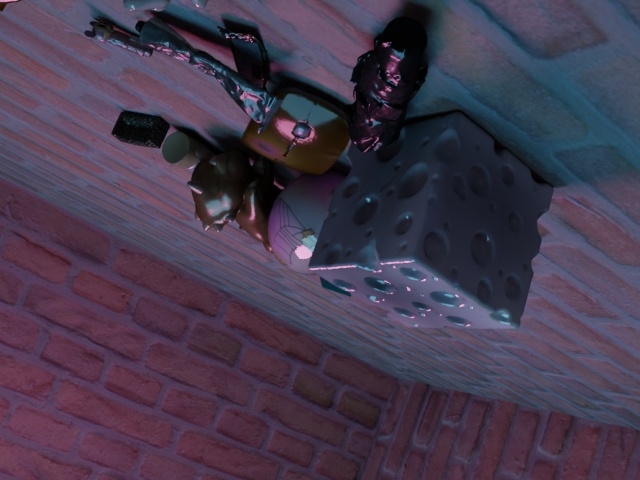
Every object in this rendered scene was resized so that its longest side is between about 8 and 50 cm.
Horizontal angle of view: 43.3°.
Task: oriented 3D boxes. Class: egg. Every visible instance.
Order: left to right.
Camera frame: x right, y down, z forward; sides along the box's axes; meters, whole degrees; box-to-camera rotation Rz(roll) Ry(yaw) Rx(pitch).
[{"bbox_3d":[-0.012,-0.029,1.584,0.196,0.196,0.271,28,150,-22],"label":"egg"}]

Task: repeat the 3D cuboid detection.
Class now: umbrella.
[{"bbox_3d":[0.082,-0.197,1.063,0.094,0.090,0.326,25,166,4],"label":"umbrella"}]

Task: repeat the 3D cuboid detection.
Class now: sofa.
[{"bbox_3d":[-0.379,-0.232,1.696,0.118,0.060,0.039,13,167,32],"label":"sofa"}]

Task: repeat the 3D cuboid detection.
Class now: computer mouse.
[{"bbox_3d":[-0.048,-0.176,1.379,0.158,0.071,0.310,23,165,-10],"label":"computer mouse"}]

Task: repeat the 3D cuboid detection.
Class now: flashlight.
[{"bbox_3d":[-0.326,-0.330,1.316,0.110,0.052,0.031,19,131,-13],"label":"flashlight"}]

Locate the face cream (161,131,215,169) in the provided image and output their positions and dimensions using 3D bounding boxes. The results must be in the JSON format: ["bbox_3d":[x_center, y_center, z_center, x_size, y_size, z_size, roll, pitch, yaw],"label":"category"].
[{"bbox_3d":[-0.252,-0.171,1.760,0.114,0.070,0.224,13,175,28],"label":"face cream"}]

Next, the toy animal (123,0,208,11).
[{"bbox_3d":[-0.265,-0.363,0.875,0.325,0.154,0.208,39,-166,21],"label":"toy animal"}]

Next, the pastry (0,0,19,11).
[{"bbox_3d":[-0.255,-0.348,0.598,0.405,0.292,0.337,-9,126,21],"label":"pastry"}]

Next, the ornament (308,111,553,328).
[{"bbox_3d":[0.171,-0.017,1.236,0.240,0.239,0.239,32,157,-32],"label":"ornament"}]

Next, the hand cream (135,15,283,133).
[{"bbox_3d":[-0.175,-0.255,1.216,0.248,0.052,0.075,37,165,-1],"label":"hand cream"}]

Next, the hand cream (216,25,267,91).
[{"bbox_3d":[-0.109,-0.269,1.210,0.062,0.039,0.163,21,160,14],"label":"hand cream"}]

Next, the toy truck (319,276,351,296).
[{"bbox_3d":[0.056,0.054,1.971,0.114,0.124,0.253,18,167,9],"label":"toy truck"}]

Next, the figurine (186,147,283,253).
[{"bbox_3d":[-0.180,-0.089,1.677,0.173,0.177,0.247,0,163,16],"label":"figurine"}]
